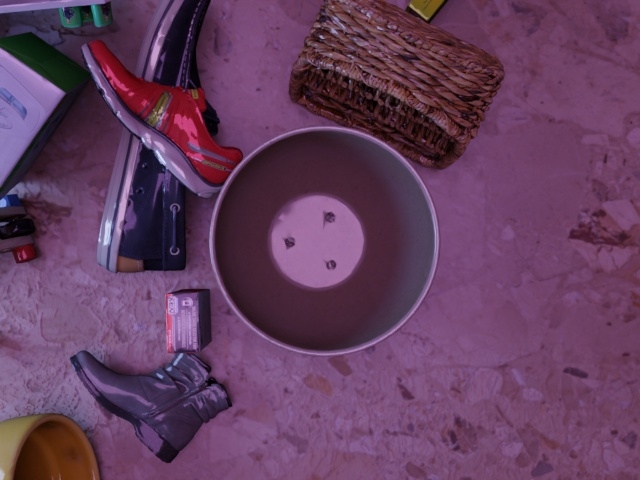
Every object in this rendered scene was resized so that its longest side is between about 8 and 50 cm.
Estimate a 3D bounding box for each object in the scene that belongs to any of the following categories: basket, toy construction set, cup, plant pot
[{"bbox_3d":[0.106,-0.233,1.310,0.299,0.213,0.223,27,112,-3],"label":"basket"},{"bbox_3d":[-0.592,0.048,1.292,0.258,0.237,0.308,4,89,-2],"label":"toy construction set"},{"bbox_3d":[0.000,0.000,1.318,0.331,0.237,0.330,0,90,-4],"label":"cup"},{"bbox_3d":[-0.504,0.405,1.296,0.239,0.254,0.253,-11,89,13],"label":"plant pot"}]

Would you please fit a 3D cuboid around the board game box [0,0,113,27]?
[{"bbox_3d":[-0.505,-0.390,1.245,0.390,0.390,0.050,-8,128,-10],"label":"board game box"}]

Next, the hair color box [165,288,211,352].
[{"bbox_3d":[-0.208,0.125,1.342,0.054,0.167,0.093,-2,88,-3],"label":"hair color box"}]

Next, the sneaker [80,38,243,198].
[{"bbox_3d":[-0.224,-0.189,1.218,0.118,0.107,0.279,-44,105,-3],"label":"sneaker"}]

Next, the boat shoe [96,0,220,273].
[{"bbox_3d":[-0.232,-0.182,1.348,0.156,0.187,0.499,12,93,-7],"label":"boat shoe"}]

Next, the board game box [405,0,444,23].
[{"bbox_3d":[0.212,-0.435,1.411,0.043,0.092,0.181,39,87,0],"label":"board game box"}]

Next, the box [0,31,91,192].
[{"bbox_3d":[-0.474,-0.181,1.263,0.127,0.262,0.231,35,99,-15],"label":"box"}]

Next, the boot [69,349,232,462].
[{"bbox_3d":[-0.274,0.230,1.390,0.246,0.083,0.161,45,81,-7],"label":"boot"}]
